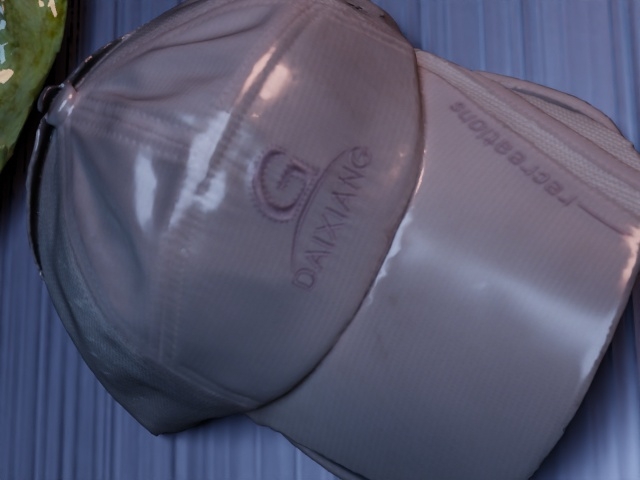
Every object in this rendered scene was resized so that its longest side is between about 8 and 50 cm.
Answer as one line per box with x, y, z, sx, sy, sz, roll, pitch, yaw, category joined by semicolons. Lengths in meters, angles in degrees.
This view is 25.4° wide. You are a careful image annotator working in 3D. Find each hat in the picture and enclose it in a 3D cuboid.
0.000;0.000;0.569;0.226;0.164;0.219;23;87;49;hat

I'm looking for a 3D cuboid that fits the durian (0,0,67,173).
-0.259;-0.035;0.735;0.198;0.163;0.394;17;87;-12;durian
